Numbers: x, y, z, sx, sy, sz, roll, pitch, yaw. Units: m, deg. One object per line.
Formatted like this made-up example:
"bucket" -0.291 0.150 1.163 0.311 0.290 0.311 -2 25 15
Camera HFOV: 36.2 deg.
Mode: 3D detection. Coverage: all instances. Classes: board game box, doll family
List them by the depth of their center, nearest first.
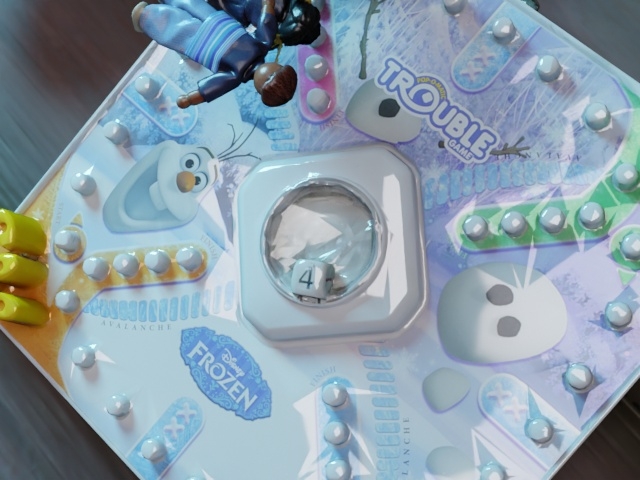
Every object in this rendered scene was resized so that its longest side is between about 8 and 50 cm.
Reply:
"doll family" -0.024 -0.157 0.582 0.111 0.076 0.193 36 97 15
"board game box" 0.000 0.000 0.609 0.390 0.050 0.390 41 94 19

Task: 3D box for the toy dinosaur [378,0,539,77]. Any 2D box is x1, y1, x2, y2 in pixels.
"toy dinosaur" 0.083 -0.160 0.679 0.118 0.064 0.268 35 81 19
